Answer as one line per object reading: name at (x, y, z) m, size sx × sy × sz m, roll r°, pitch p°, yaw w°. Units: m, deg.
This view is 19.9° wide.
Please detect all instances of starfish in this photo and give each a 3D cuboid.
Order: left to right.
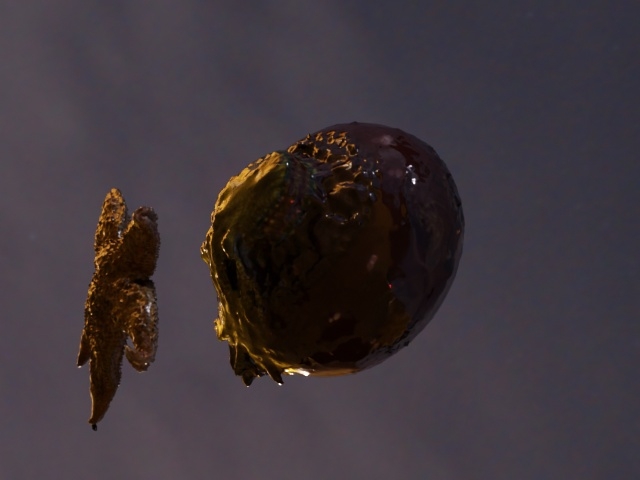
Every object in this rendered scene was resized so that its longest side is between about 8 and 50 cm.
starfish at (-0.169, 0.039, 1.502) m, size 0.240 × 0.043 × 0.227 m, roll -102°, pitch -150°, yaw -50°

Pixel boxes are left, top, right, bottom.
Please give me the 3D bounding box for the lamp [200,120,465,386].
lamp at (0.004, -0.001, 1.049) m, size 0.156 × 0.157 × 0.135 m, roll -18°, pitch -48°, yaw 41°
